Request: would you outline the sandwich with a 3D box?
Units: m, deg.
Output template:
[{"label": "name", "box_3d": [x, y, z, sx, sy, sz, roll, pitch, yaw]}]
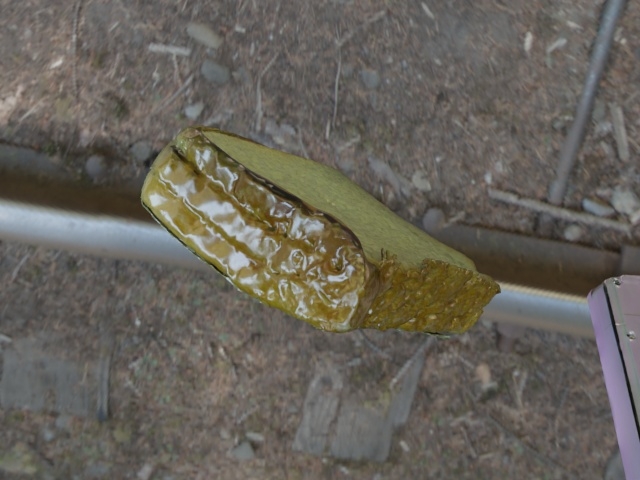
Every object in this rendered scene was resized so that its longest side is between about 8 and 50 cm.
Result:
[{"label": "sandwich", "box_3d": [0.000, 0.001, 0.781, 0.226, 0.251, 0.087, 37, 101, 28]}]

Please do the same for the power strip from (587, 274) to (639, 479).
[{"label": "power strip", "box_3d": [0.296, 0.147, 0.814, 0.109, 0.279, 0.037, 6, 145, -11]}]
